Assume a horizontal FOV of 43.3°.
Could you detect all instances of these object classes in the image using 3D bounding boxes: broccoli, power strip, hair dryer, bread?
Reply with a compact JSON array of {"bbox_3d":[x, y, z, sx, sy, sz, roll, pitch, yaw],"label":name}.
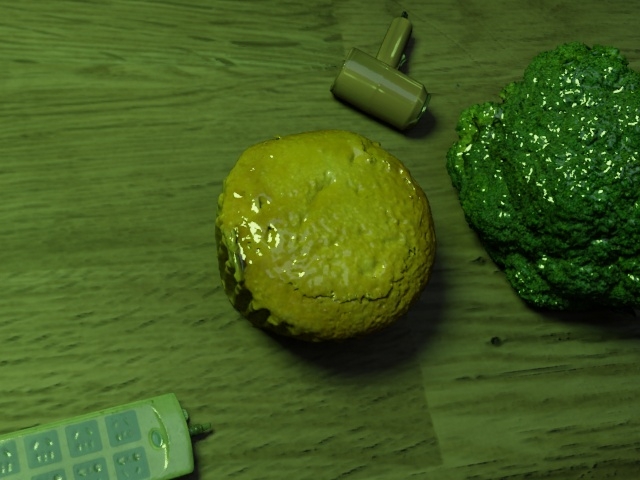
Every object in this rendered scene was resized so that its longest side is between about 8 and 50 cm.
[{"bbox_3d":[0.317,-0.080,0.919,0.321,0.304,0.283,46,30,4],"label":"broccoli"},{"bbox_3d":[-0.206,0.196,0.726,0.226,0.029,0.080,-11,69,-23],"label":"power strip"},{"bbox_3d":[0.091,-0.228,1.017,0.117,0.064,0.182,26,54,-6],"label":"hair dryer"},{"bbox_3d":[0.003,-0.002,0.828,0.239,0.139,0.240,7,63,-15],"label":"bread"}]
